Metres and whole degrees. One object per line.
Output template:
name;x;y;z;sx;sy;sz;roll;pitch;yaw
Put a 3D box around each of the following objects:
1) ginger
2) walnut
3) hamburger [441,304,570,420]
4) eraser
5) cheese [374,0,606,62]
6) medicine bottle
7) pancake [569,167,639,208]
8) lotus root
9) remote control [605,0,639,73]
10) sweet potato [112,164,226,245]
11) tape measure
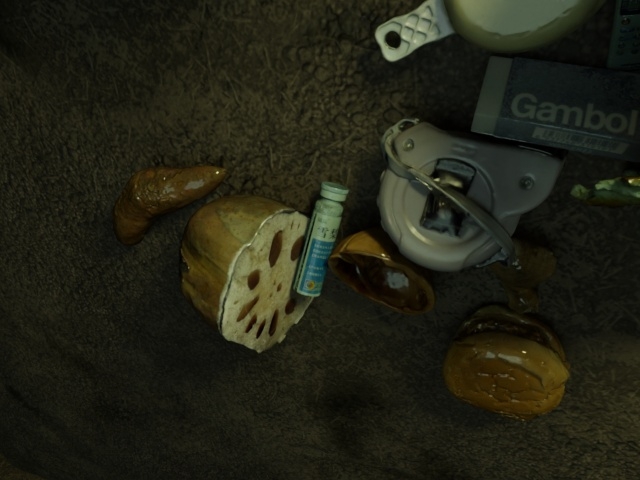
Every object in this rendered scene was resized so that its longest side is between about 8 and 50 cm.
ginger;0.315;0.051;0.761;0.096;0.067;0.165;-13;132;33
walnut;0.109;0.039;0.822;0.167;0.087;0.211;-3;145;40
hamburger;0.315;0.213;0.861;0.213;0.108;0.214;14;135;15
eraser;0.294;-0.155;0.585;0.212;0.092;0.046;14;166;15
cheese;0.191;-0.261;0.570;0.163;0.071;0.248;43;131;-9
medicine bottle;0.000;0.000;0.828;0.051;0.051;0.191;19;106;11
pancake;0.418;-0.036;0.446;0.304;0.426;0.067;6;104;38
lotus root;-0.134;0.047;0.865;0.191;0.272;0.272;21;132;24
remote control;0.339;-0.226;0.532;0.053;0.018;0.124;4;152;24
sweet potato;-0.315;-0.081;0.942;0.341;0.092;0.114;-26;136;38
tape measure;0.181;-0.055;0.681;0.235;0.120;0.197;17;103;15
